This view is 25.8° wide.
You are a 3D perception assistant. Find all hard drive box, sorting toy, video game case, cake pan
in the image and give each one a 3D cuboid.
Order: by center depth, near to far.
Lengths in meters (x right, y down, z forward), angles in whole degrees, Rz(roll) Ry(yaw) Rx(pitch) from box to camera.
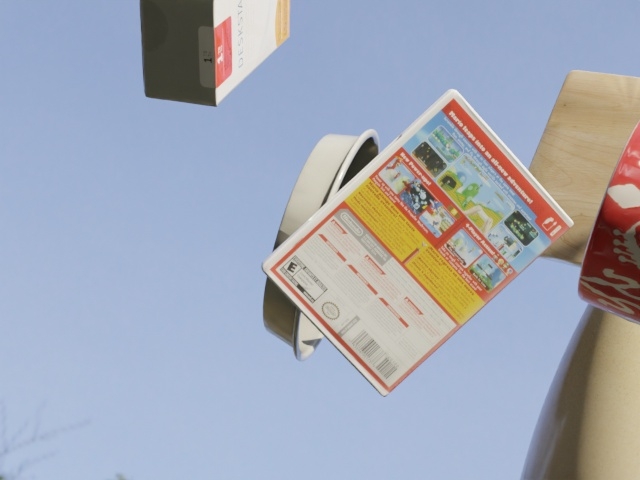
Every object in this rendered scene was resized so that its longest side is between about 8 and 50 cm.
[{"bbox_3d":[0.106,0.005,1.521,0.285,0.025,0.204,-43,-79,3],"label":"video game case"},{"bbox_3d":[-0.112,-0.274,1.531,0.089,0.232,0.181,10,-60,16],"label":"hard drive box"},{"bbox_3d":[0.000,0.000,1.686,0.054,0.293,0.293,17,-41,11],"label":"cake pan"},{"bbox_3d":[0.395,-0.071,1.768,0.257,0.255,0.089,15,-12,43],"label":"sorting toy"}]

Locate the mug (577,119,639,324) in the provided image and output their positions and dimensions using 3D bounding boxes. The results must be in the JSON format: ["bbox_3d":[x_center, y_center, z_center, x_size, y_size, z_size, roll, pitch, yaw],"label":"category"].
[{"bbox_3d":[0.215,-0.004,0.615,0.169,0.150,0.113,20,-2,18],"label":"mug"}]

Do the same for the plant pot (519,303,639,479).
[{"bbox_3d":[0.360,0.192,1.577,0.256,0.256,0.274,6,-81,4],"label":"plant pot"}]
